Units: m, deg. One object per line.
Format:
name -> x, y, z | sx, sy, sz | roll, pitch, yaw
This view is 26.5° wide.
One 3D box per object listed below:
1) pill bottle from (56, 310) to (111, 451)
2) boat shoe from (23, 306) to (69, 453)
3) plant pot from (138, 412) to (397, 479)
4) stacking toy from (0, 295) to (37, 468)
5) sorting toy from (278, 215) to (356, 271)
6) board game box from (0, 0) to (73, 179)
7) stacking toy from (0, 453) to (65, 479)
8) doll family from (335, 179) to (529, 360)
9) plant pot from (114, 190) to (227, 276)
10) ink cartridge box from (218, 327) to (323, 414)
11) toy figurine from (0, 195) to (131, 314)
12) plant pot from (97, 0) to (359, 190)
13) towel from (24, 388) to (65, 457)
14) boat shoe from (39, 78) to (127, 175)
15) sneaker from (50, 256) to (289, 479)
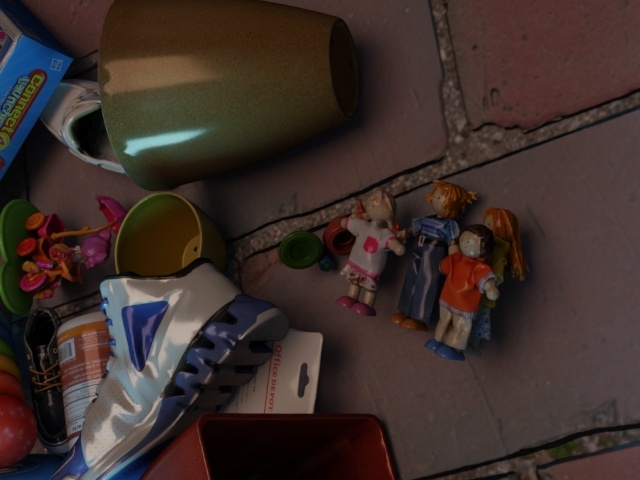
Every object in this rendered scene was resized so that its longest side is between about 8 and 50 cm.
pill bottle -> -0.248, 0.202, 1.643 | 0.121, 0.121, 0.216 | -20, 70, 29
boat shoe -> -0.339, 0.173, 1.697 | 0.065, 0.083, 0.183 | -15, 48, 1
plant pot -> -0.074, 0.346, 1.425 | 0.235, 0.267, 0.267 | -31, 64, 38
stacking toy -> -0.427, 0.164, 1.705 | 0.141, 0.141, 0.330 | -56, 38, 11
sorting toy -> 0.000, 0.000, 1.559 | 0.102, 0.061, 0.042 | -12, 36, -4
board game box -> -0.506, -0.201, 1.887 | 0.302, 0.086, 0.308 | -57, 43, 11
stacking toy -> -0.363, 0.421, 1.631 | 0.175, 0.166, 0.302 | -6, 94, 2
doll family -> 0.132, 0.023, 1.449 | 0.263, 0.118, 0.163 | 23, 100, 53
plant pot -> -0.167, 0.016, 1.644 | 0.134, 0.095, 0.134 | -8, 75, 33
ink cartridge box -> -0.068, 0.158, 1.563 | 0.198, 0.067, 0.115 | 2, 80, 36
toy figurine -> -0.312, 0.006, 1.726 | 0.159, 0.130, 0.173 | -14, 39, 20
plant pot -> -0.092, -0.188, 1.579 | 0.254, 0.237, 0.237 | -5, 76, 18
towel -> -0.409, 0.332, 1.766 | 0.187, 0.049, 0.282 | -8, 75, 33
boat shoe -> -0.293, -0.151, 1.764 | 0.277, 0.096, 0.098 | 27, 98, 36
sneaker -> -0.195, 0.137, 1.528 | 0.315, 0.127, 0.182 | -47, 66, 9
